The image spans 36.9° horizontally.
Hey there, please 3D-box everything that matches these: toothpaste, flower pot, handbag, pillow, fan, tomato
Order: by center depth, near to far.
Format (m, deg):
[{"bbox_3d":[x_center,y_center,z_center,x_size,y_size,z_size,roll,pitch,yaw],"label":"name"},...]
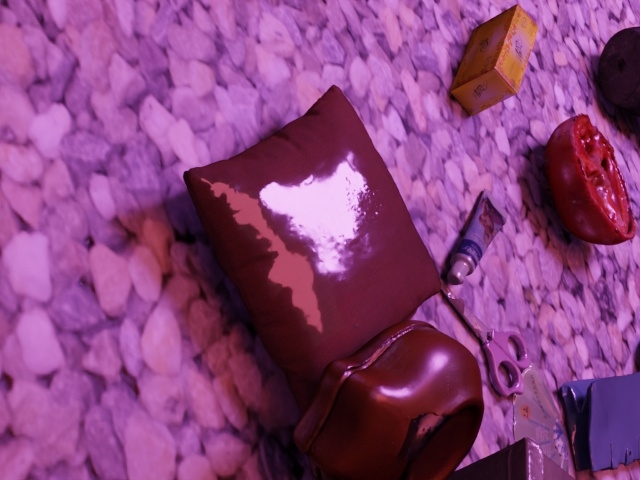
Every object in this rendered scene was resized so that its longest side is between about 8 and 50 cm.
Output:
[{"bbox_3d":[0.000,0.000,1.141,0.308,0.108,0.305,-37,103,-45],"label":"pillow"},{"bbox_3d":[0.329,0.300,1.409,0.131,0.009,0.240,-2,75,-42],"label":"fan"},{"bbox_3d":[0.230,-0.003,1.418,0.062,0.037,0.216,53,41,-13],"label":"toothpaste"},{"bbox_3d":[0.468,0.286,1.519,0.221,0.057,0.144,1,80,-45],"label":"handbag"},{"bbox_3d":[0.440,-0.094,1.612,0.228,0.101,0.228,29,51,-42],"label":"tomato"},{"bbox_3d":[0.627,-0.322,1.821,0.148,0.235,0.235,3,70,-22],"label":"flower pot"}]

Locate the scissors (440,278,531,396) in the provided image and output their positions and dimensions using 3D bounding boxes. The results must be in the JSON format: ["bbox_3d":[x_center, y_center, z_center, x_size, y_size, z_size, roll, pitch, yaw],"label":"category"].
[{"bbox_3d":[0.234,0.130,1.377,0.212,0.021,0.110,49,45,-19],"label":"scissors"}]

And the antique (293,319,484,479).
[{"bbox_3d":[0.089,0.204,1.085,0.224,0.129,0.278,-61,150,3],"label":"antique"}]

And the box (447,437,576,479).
[{"bbox_3d":[0.239,0.385,1.140,0.149,0.155,0.231,40,33,-22],"label":"box"}]

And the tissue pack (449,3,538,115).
[{"bbox_3d":[0.279,-0.291,1.537,0.062,0.095,0.176,42,50,-22],"label":"tissue pack"}]
